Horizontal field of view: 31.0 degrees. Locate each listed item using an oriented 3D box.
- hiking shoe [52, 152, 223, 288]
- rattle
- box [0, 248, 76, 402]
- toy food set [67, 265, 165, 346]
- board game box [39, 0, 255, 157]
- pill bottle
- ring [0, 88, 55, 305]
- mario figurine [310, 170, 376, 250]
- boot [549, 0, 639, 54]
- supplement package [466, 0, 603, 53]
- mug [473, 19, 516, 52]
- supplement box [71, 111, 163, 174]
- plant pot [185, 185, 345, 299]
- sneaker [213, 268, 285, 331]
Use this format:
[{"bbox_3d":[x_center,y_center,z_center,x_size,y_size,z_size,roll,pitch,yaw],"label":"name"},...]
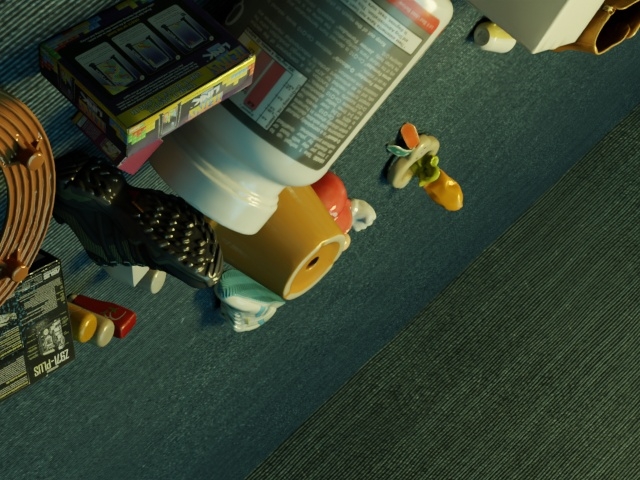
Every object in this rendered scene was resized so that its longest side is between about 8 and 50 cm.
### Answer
[{"bbox_3d":[-0.217,-0.007,1.349,0.086,0.227,0.114,-54,177,-43],"label":"hiking shoe"},{"bbox_3d":[0.200,-0.130,2.180,0.130,0.143,0.200,-24,165,-8],"label":"rattle"},{"bbox_3d":[-0.385,0.106,1.341,0.180,0.077,0.147,-32,131,-40],"label":"box"},{"bbox_3d":[-0.297,0.059,1.558,0.111,0.104,0.232,94,23,-45],"label":"toy food set"},{"bbox_3d":[-0.175,-0.179,1.179,0.170,0.141,0.048,-35,159,-30],"label":"board game box"},{"bbox_3d":[-0.032,-0.196,1.359,0.363,0.210,0.210,-50,162,13],"label":"pill bottle"},{"bbox_3d":[-0.391,0.000,1.126,0.336,0.032,0.337,-37,146,-30],"label":"ring"},{"bbox_3d":[0.000,0.000,1.925,0.320,0.170,0.198,101,2,-73],"label":"mario figurine"},{"bbox_3d":[0.483,-0.429,1.989,0.295,0.211,0.104,-51,132,-18],"label":"boot"},{"bbox_3d":[0.376,-0.462,1.776,0.177,0.175,0.293,-24,152,-54],"label":"supplement package"},{"bbox_3d":[0.302,-0.368,2.031,0.064,0.062,0.078,-13,107,-46],"label":"mug"},{"bbox_3d":[-0.226,-0.122,1.284,0.055,0.083,0.043,-47,163,5],"label":"supplement box"},{"bbox_3d":[-0.072,-0.021,1.692,0.205,0.188,0.205,-41,162,-16],"label":"plant pot"},{"bbox_3d":[-0.135,0.114,2.021,0.092,0.087,0.228,-46,161,5],"label":"sneaker"}]
